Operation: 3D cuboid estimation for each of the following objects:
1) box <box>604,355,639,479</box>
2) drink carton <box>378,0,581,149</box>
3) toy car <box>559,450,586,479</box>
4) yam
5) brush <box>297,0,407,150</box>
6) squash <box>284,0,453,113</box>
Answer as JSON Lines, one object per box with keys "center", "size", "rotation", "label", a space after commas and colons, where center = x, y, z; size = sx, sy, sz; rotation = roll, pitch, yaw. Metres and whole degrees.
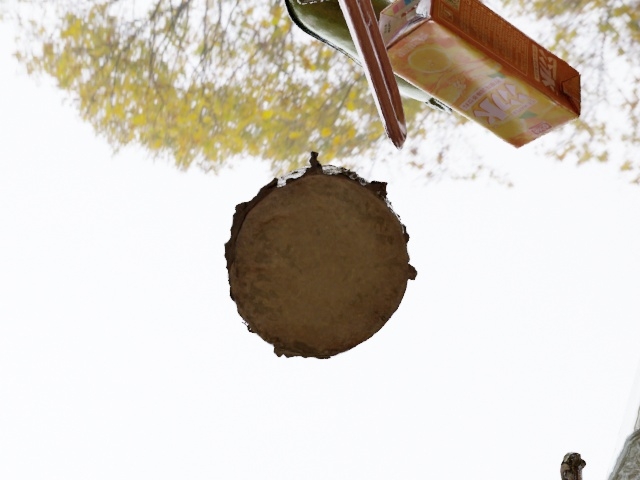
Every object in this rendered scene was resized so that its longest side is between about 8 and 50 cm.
{"center": [0.443, 0.130, 0.818], "size": [0.352, 0.177, 0.344], "rotation": [21, -134, 17], "label": "box"}
{"center": [0.172, -0.188, 1.056], "size": [0.223, 0.096, 0.071], "rotation": [27, -124, -29], "label": "drink carton"}
{"center": [0.306, 0.304, 1.200], "size": [0.041, 0.025, 0.093], "rotation": [-16, -74, -52], "label": "toy car"}
{"center": [0.001, 0.002, 0.730], "size": [0.131, 0.279, 0.131], "rotation": [0, -84, 1], "label": "yam"}
{"center": [0.015, -0.149, 0.574], "size": [0.047, 0.233, 0.103], "rotation": [-11, -140, 12], "label": "brush"}
{"center": [0.085, -0.262, 1.289], "size": [0.341, 0.094, 0.094], "rotation": [26, -112, -40], "label": "squash"}
